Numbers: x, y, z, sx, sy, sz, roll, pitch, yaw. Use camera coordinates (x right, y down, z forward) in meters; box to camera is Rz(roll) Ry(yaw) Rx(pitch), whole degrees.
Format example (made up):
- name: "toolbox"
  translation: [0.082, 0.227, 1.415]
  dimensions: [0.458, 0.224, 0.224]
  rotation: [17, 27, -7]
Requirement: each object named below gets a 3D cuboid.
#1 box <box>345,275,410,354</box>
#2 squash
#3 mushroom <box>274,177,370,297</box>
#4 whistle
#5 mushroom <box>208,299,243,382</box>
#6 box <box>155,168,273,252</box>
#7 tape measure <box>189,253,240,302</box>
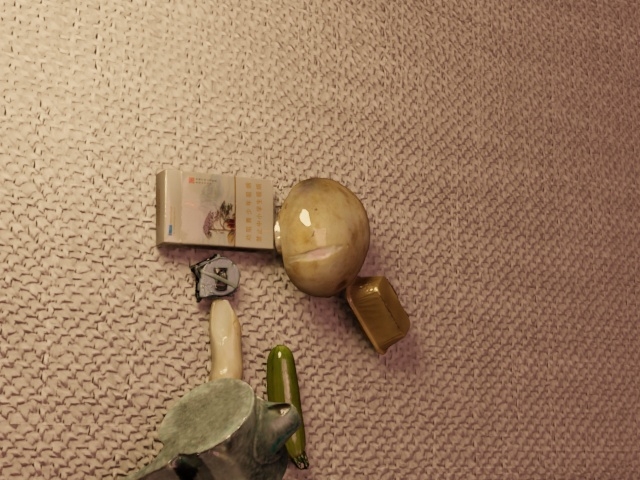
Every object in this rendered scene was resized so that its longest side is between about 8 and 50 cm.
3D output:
- name: "box"
  translation: [0.116, 0.153, 1.861]
  dimensions: [0.111, 0.111, 0.177]
  rotation: [-37, 107, -27]
- name: "squash"
  translation: [-0.070, 0.334, 1.752]
  dimensions: [0.066, 0.066, 0.251]
  rotation: [-5, 82, -28]
- name: "mushroom"
  translation: [0.000, 0.000, 1.784]
  dimensions: [0.184, 0.255, 0.254]
  rotation: [2, 76, 17]
- name: "whistle"
  translation: [-0.224, 0.416, 1.570]
  dimensions: [0.405, 0.188, 0.168]
  rotation: [-40, 123, -23]
- name: "mushroom"
  translation: [-0.190, 0.222, 1.715]
  dimensions: [0.084, 0.071, 0.209]
  rotation: [-2, 78, 2]
- name: "box"
  translation: [-0.211, -0.056, 1.754]
  dimensions: [0.233, 0.067, 0.149]
  rotation: [4, 77, -27]
- name: "tape measure"
  translation: [-0.208, 0.073, 1.738]
  dimensions: [0.094, 0.054, 0.091]
  rotation: [-12, 92, -26]
